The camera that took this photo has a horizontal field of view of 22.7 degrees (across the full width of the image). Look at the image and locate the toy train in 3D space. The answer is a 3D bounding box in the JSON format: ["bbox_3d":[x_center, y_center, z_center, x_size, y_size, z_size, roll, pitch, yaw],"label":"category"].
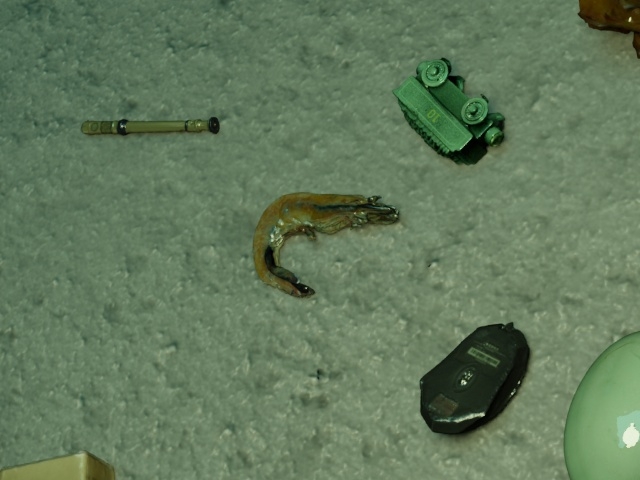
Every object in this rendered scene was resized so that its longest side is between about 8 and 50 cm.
[{"bbox_3d":[0.171,-0.170,2.126,0.099,0.070,0.172,-45,55,6],"label":"toy train"}]

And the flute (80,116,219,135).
[{"bbox_3d":[-0.255,-0.168,2.357,0.233,0.027,0.027,1,64,26],"label":"flute"}]

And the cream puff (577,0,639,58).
[{"bbox_3d":[0.436,-0.322,1.996,0.269,0.241,0.155,-6,50,57],"label":"cream puff"}]

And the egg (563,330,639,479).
[{"bbox_3d":[0.359,0.205,1.765,0.168,0.168,0.231,10,64,30],"label":"egg"}]

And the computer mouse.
[{"bbox_3d":[0.189,0.173,1.938,0.099,0.057,0.172,27,66,36],"label":"computer mouse"}]

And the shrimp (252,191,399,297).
[{"bbox_3d":[0.000,0.000,2.127,0.219,0.046,0.152,-6,61,28],"label":"shrimp"}]

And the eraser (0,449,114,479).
[{"bbox_3d":[-0.344,0.447,2.033,0.144,0.078,0.343,-15,58,20],"label":"eraser"}]
